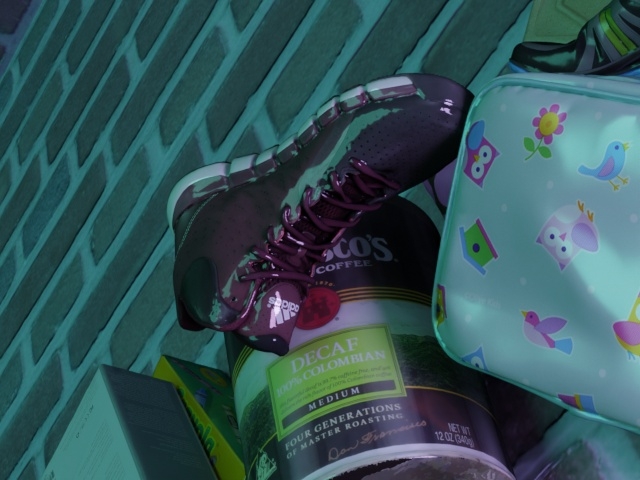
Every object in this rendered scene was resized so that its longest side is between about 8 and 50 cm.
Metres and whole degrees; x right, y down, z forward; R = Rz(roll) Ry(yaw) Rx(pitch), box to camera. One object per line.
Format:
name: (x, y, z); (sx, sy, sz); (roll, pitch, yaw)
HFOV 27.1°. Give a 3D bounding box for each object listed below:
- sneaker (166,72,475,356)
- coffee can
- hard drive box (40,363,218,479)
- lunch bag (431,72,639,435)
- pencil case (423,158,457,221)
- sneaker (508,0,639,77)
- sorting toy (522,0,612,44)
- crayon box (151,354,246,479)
sneaker: (0.000, 0.000, 0.957); (0.281, 0.106, 0.162); (-24, 49, 35)
coffee can: (0.031, 0.121, 1.050); (0.201, 0.202, 0.275); (-50, 35, 31)
hard drive box: (-0.188, 0.260, 1.278); (0.181, 0.089, 0.232); (-61, 30, 16)
lunch bag: (0.209, 0.003, 0.834); (0.279, 0.108, 0.224); (18, 102, 44)
pencil case: (0.146, -0.032, 1.063); (0.209, 0.095, 0.098); (-119, 20, -51)
sneaker: (0.220, -0.147, 0.927); (0.188, 0.067, 0.078); (-10, 93, 37)
sorting toy: (0.222, -0.232, 1.008); (0.307, 0.041, 0.229); (6, 78, 39)
crayon box: (-0.119, 0.249, 1.345); (0.165, 0.081, 0.278); (-66, 29, 8)
